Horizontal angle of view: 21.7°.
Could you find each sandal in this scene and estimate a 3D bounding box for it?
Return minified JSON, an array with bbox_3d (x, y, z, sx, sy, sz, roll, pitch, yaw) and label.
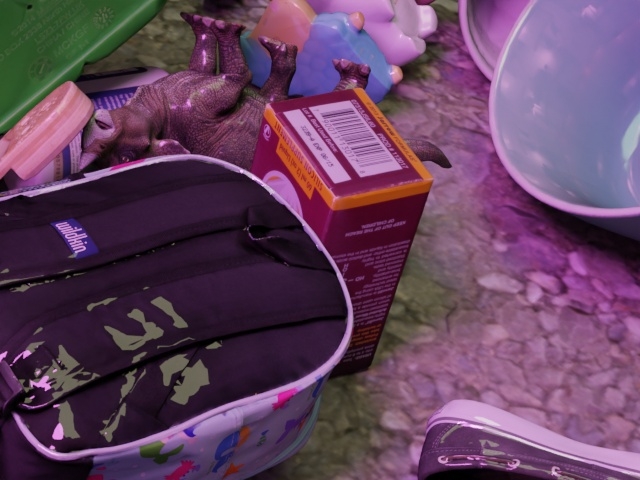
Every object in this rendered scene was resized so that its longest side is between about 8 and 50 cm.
[{"bbox_3d":[-0.264,-0.035,1.112,0.079,0.240,0.088,46,-1,-21],"label":"sandal"}]

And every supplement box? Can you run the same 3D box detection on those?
[{"bbox_3d":[0.000,0.000,1.173,0.080,0.188,0.104,-12,48,-28],"label":"supplement box"}]

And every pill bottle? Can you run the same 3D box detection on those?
[{"bbox_3d":[-0.157,-0.084,1.287,0.169,0.094,0.094,-12,48,-29],"label":"pill bottle"}]

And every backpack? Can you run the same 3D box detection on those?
[{"bbox_3d":[-0.114,0.066,1.059,0.253,0.191,0.225,-22,57,-27],"label":"backpack"}]

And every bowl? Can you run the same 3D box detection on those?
[{"bbox_3d":[0.310,-0.112,1.367,0.163,0.311,0.312,44,21,-41],"label":"bowl"}]

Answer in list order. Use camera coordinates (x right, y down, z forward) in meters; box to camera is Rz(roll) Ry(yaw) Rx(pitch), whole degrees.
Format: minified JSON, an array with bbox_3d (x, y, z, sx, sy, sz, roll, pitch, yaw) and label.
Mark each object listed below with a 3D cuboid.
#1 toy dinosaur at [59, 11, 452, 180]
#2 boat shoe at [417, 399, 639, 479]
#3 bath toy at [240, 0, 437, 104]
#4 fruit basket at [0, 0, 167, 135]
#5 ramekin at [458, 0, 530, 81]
[{"bbox_3d":[-0.054,-0.075,1.244,0.313,0.160,0.121,15,4,-34],"label":"toy dinosaur"},{"bbox_3d":[0.172,0.178,1.121,0.228,0.080,0.076,22,47,7],"label":"boat shoe"},{"bbox_3d":[0.044,-0.253,1.532,0.151,0.129,0.348,57,39,-21],"label":"bath toy"},{"bbox_3d":[-0.292,-0.248,1.241,0.392,0.283,0.392,-9,55,13],"label":"fruit basket"},{"bbox_3d":[0.225,-0.233,1.508,0.207,0.207,0.109,12,32,-6],"label":"ramekin"}]
